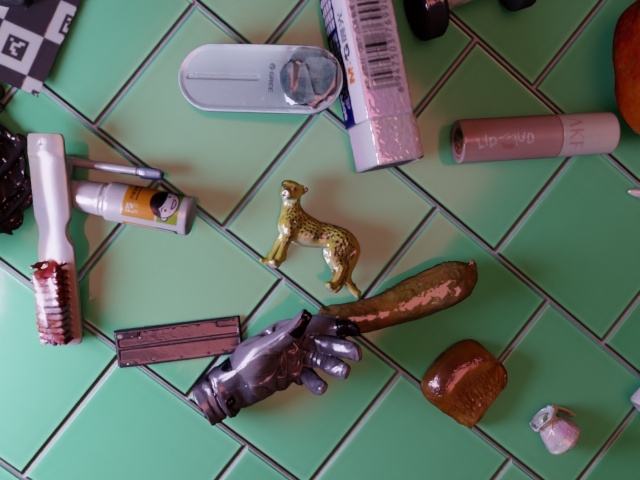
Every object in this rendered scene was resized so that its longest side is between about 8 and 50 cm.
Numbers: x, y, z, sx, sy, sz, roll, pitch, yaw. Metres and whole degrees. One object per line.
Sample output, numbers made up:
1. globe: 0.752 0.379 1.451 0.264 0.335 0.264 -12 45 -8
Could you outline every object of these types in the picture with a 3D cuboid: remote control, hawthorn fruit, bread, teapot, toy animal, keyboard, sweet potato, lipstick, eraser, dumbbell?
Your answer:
1. remote control: -0.089 -0.241 0.946 0.247 0.052 0.104 4 87 6
2. hawthorn fruit: 0.556 -0.291 0.965 0.224 0.224 0.260 -14 74 -5
3. bread: 0.244 0.237 1.039 0.126 0.044 0.129 42 85 -8
4. teapot: 0.395 0.310 1.056 0.064 0.064 0.083 45 56 0
5. toy animal: 0.000 0.000 0.984 0.181 0.073 0.136 23 84 -4
6. keyboard: -0.224 0.160 0.998 0.198 0.010 0.063 -6 96 -6
7. sweet potato: 0.124 0.099 1.005 0.273 0.075 0.075 -19 95 -1
8. lipstick: 0.342 -0.165 1.009 0.255 0.070 0.070 -4 94 -6
9. eraser: 0.075 -0.251 0.947 0.086 0.130 0.287 -12 93 -9
10. dumbbell: 0.232 -0.383 0.969 0.191 0.100 0.100 -19 95 -4

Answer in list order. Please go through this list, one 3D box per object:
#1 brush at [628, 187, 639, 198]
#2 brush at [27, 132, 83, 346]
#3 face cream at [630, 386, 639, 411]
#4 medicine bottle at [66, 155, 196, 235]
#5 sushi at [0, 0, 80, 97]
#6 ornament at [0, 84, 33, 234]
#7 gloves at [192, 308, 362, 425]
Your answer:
1. brush: 0.666 -0.069 1.073 0.299 0.039 0.042 8 89 -3
2. brush: -0.398 0.005 0.924 0.060 0.050 0.321 3 102 12
3. face cream: 0.644 0.198 1.060 0.082 0.082 0.269 45 88 -7
4. medicine bottle: -0.299 -0.072 0.951 0.221 0.061 0.092 11 81 0
5. sushi: -0.513 -0.439 0.893 0.359 0.064 0.343 23 88 -8
6. ornament: -0.527 -0.110 0.908 0.251 0.106 0.260 42 61 -9
7. gloves: -0.071 0.187 0.960 0.286 0.119 0.142 -20 129 10
